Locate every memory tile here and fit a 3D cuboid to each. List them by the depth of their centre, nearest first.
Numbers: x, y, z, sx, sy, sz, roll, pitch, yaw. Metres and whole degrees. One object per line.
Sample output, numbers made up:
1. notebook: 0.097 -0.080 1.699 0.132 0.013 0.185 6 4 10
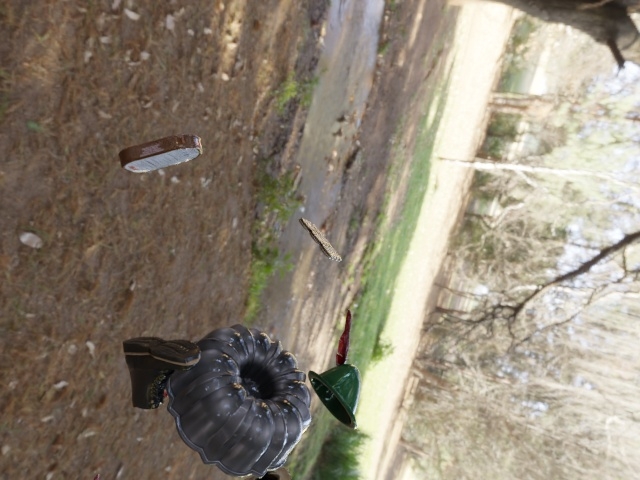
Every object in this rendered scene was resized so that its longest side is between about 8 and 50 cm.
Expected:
1. memory tile: 0.000 0.000 1.112 0.012 0.113 0.148 -39 168 6

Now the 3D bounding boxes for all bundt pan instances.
1. bundt pan: -0.151 0.314 1.069 0.124 0.331 0.331 -48 177 26

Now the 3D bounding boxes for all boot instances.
1. boot: -0.289 0.257 0.935 0.076 0.197 0.137 -7 94 -48
2. boot: -0.141 0.661 1.369 0.213 0.077 0.165 -3 150 -39

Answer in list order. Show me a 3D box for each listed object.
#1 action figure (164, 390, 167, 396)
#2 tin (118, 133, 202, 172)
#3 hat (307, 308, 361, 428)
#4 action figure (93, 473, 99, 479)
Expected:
1. action figure: -0.425 0.408 1.486 0.139 0.091 0.280 63 -1 25
2. tin: -0.360 -0.195 1.138 0.106 0.189 0.040 49 28 -78
3. hat: 0.086 0.333 1.262 0.183 0.173 0.209 -38 130 -24
4. action figure: -0.531 0.645 1.020 0.248 0.275 0.370 26 82 -32
